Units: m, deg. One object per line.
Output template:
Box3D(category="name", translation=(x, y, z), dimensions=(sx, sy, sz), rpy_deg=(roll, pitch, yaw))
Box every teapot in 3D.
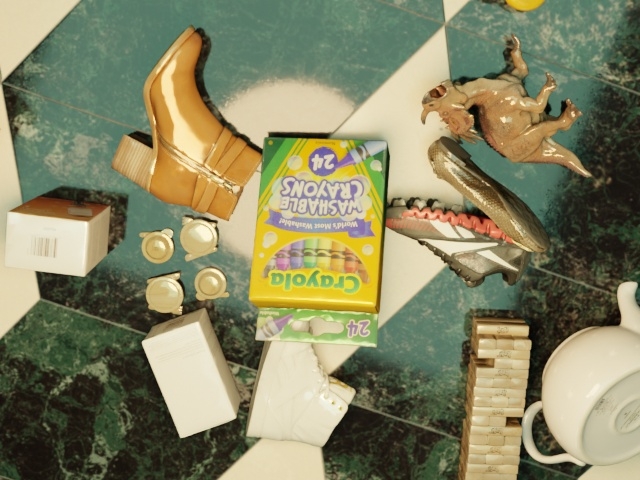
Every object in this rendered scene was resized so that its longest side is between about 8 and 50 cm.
Box3D(category="teapot", translation=(0.461, 0.240, 1.717), dimensions=(0.256, 0.187, 0.253), rpy_deg=(-23, 127, -13))

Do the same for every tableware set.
Box3D(category="tableware set", translation=(-0.236, 0.044, 1.758), dimensions=(0.141, 0.020, 0.169), rpy_deg=(-8, 101, 3))

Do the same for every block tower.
Box3D(category="block tower", translation=(0.296, 0.305, 1.768), dimensions=(0.097, 0.091, 0.336), rpy_deg=(2, 99, 0))

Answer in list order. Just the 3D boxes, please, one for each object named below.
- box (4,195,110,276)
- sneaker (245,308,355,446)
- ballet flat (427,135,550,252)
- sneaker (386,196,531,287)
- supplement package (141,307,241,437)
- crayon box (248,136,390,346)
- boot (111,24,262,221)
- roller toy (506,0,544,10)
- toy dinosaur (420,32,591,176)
Box3D(category="box", translation=(-0.424, -0.010, 1.671), dimensions=(0.130, 0.170, 0.091), rpy_deg=(6, 101, -1))
Box3D(category="sneaker", translation=(-0.016, 0.213, 1.751), dimensions=(0.169, 0.108, 0.293), rpy_deg=(12, 108, -5))
Box3D(category="ballet flat", translation=(0.265, -0.066, 1.651), dimensions=(0.250, 0.084, 0.058), rpy_deg=(43, 118, 4))
Box3D(category="sneaker", translation=(0.226, 0.006, 1.712), dimensions=(0.276, 0.097, 0.135), rpy_deg=(13, 97, -4))
Box3D(category="supplement package", translation=(-0.216, 0.223, 1.745), dimensions=(0.105, 0.105, 0.179), rpy_deg=(-20, 99, 3))
Box3D(category="crayon box", translation=(0.000, 0.000, 1.645), dimensions=(0.203, 0.083, 0.323), rpy_deg=(2, 77, 8))
Box3D(category="boot", translation=(-0.191, -0.183, 1.671), dimensions=(0.220, 0.109, 0.283), rpy_deg=(26, 101, -3))
Box3D(category="roller toy", translation=(0.314, -0.482, 1.604), dimensions=(0.209, 0.146, 0.191), rpy_deg=(39, 108, -10))
Box3D(category="toy dinosaur", translation=(0.303, -0.191, 1.673), dimensions=(0.200, 0.127, 0.295), rpy_deg=(-40, 110, 14))
